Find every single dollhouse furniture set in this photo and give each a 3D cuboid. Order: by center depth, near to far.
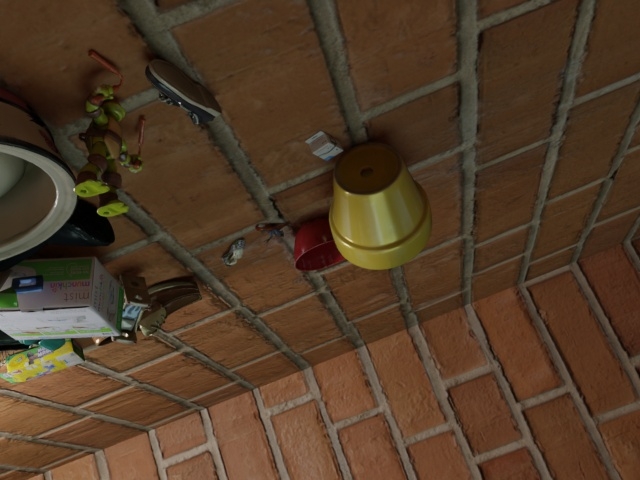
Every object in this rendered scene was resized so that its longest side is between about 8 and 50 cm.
[{"bbox_3d":[-0.542,0.166,1.900,0.183,0.129,0.129,12,115,-29],"label":"dollhouse furniture set"}]

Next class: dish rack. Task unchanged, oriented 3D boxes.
[{"bbox_3d":[-0.915,0.302,1.992,0.208,0.074,0.271,4,147,-45],"label":"dish rack"}]

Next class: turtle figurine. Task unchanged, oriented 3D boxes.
[{"bbox_3d":[-0.366,-0.166,1.268,0.087,0.217,0.269,-2,151,1],"label":"turtle figurine"}]

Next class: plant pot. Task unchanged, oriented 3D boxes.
[{"bbox_3d":[0.131,-0.097,1.804,0.253,0.254,0.239,-21,142,0],"label":"plant pot"}]

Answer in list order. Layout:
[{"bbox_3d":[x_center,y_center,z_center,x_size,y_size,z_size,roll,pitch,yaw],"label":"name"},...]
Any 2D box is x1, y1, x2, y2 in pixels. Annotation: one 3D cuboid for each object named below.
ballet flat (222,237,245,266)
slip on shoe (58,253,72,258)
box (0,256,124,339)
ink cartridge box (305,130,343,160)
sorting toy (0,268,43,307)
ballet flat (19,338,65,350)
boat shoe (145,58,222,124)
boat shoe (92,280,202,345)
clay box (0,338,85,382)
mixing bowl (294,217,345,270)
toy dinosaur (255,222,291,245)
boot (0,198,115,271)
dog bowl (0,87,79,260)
[{"bbox_3d":[-0.229,0.037,2.032,0.041,0.041,0.114,-4,152,-36],"label":"ballet flat"},{"bbox_3d":[-0.581,0.070,1.792,0.051,0.041,0.135,-10,159,19],"label":"slip on shoe"},{"bbox_3d":[-0.612,0.139,1.725,0.261,0.127,0.231,-3,156,3],"label":"box"},{"bbox_3d":[0.008,-0.211,1.684,0.048,0.028,0.083,-31,155,23],"label":"ink cartridge box"},{"bbox_3d":[-0.747,0.090,1.529,0.347,0.196,0.047,-1,112,-3],"label":"sorting toy"},{"bbox_3d":[-0.736,0.228,1.950,0.083,0.087,0.247,-37,167,-10],"label":"ballet flat"},{"bbox_3d":[-0.248,-0.249,1.314,0.065,0.075,0.206,-31,161,15],"label":"boat shoe"},{"bbox_3d":[-0.486,0.210,2.095,0.323,0.120,0.123,-18,158,-7],"label":"boat shoe"},{"bbox_3d":[-0.825,0.356,2.223,0.222,0.053,0.127,-16,158,-8],"label":"clay box"},{"bbox_3d":[0.000,0.000,2.070,0.181,0.098,0.181,-17,158,-7],"label":"mixing bowl"},{"bbox_3d":[-0.133,-0.032,1.987,0.090,0.047,0.082,-56,145,-2],"label":"toy dinosaur"},{"bbox_3d":[-0.579,-0.007,1.550,0.207,0.094,0.246,-29,156,19],"label":"boot"},{"bbox_3d":[-0.616,-0.104,1.225,0.407,0.150,0.408,-18,158,-7],"label":"dog bowl"}]
